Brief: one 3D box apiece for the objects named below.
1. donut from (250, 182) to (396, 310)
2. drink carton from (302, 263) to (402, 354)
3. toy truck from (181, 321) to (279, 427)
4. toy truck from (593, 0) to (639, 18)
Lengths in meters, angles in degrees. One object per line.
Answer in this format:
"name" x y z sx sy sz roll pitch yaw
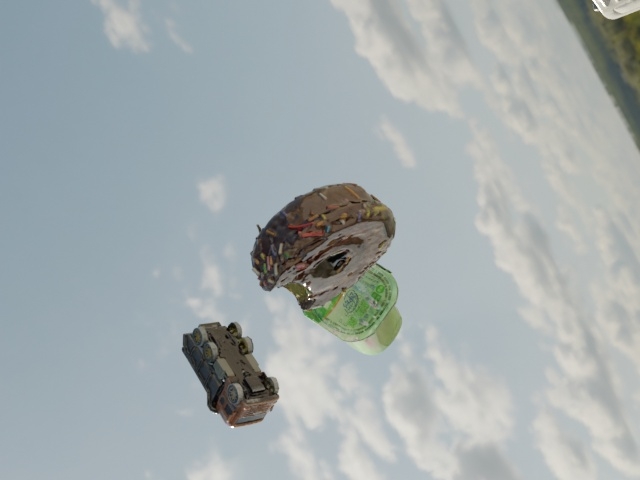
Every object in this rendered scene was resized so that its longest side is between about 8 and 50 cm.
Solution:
"donut" 0.001 0.001 1.505 0.230 0.216 0.096 17 -147 -57
"drink carton" 0.075 0.126 1.831 0.144 0.146 0.142 31 167 30
"toy truck" -0.147 0.210 1.668 0.083 0.092 0.192 -5 -135 -39
"toy truck" 0.262 -0.326 1.008 0.253 0.114 0.124 41 -135 -38
